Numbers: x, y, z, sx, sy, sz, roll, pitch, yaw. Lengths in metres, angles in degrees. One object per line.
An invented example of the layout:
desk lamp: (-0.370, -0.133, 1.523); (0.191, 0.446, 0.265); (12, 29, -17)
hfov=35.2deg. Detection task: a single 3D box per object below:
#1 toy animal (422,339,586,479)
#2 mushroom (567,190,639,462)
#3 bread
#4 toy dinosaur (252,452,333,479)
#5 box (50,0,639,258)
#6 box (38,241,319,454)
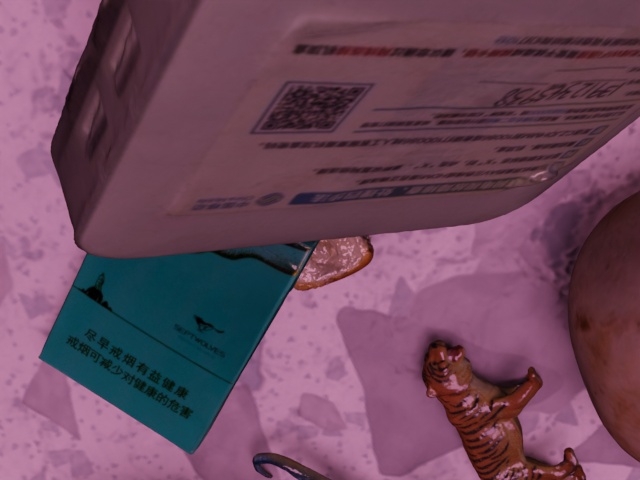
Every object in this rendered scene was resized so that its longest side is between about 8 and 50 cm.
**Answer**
toy animal: (0.176, 0.180, 0.947); (0.099, 0.057, 0.241); (-24, 112, 10)
mushroom: (0.364, 0.065, 0.841); (0.290, 0.298, 0.297); (-35, 114, -33)
bread: (0.001, 0.002, 0.853); (0.083, 0.070, 0.076); (-21, 109, 5)
toy dinosaur: (0.094, 0.297, 0.965); (0.147, 0.076, 0.363); (-35, 113, 14)
box: (0.060, -0.117, 0.632); (0.396, 0.111, 0.396); (-5, 156, -30)
box: (-0.120, 0.048, 0.833); (0.161, 0.042, 0.226); (31, 113, 2)
